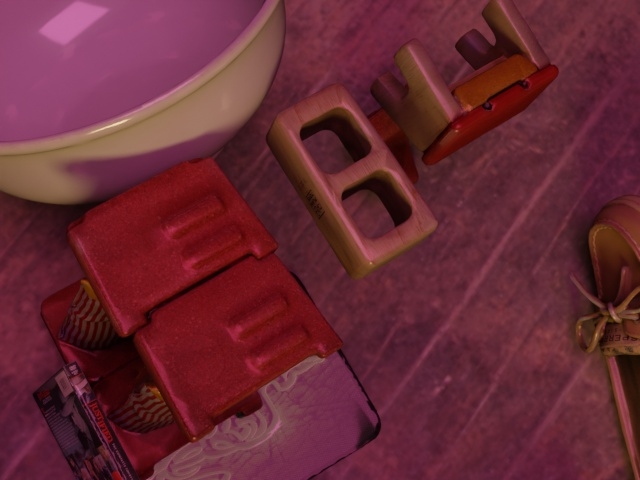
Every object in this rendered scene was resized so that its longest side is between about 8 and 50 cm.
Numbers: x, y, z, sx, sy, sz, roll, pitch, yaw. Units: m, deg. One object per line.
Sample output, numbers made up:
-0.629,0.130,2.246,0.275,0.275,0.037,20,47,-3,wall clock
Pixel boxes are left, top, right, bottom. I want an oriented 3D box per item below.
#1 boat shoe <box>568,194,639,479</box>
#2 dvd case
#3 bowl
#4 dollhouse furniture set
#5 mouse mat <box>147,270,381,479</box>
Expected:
0.266,0.105,0.935,0.089,0.104,0.285,-17,83,-18,boat shoe
-0.161,0.149,0.841,0.013,0.087,0.119,-28,85,-34,dvd case
-0.147,-0.122,0.846,0.298,0.134,0.298,-10,45,10,bowl
0.000,0.000,0.851,0.374,0.201,0.152,-30,83,-23,dollhouse furniture set
-0.064,0.127,0.908,0.190,0.007,0.152,-30,86,-16,mouse mat
